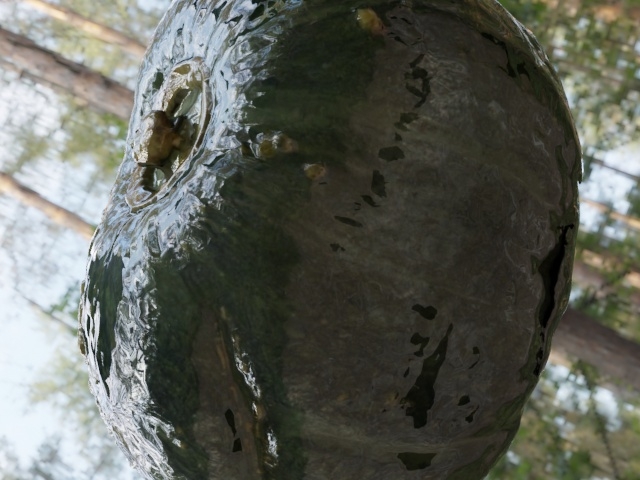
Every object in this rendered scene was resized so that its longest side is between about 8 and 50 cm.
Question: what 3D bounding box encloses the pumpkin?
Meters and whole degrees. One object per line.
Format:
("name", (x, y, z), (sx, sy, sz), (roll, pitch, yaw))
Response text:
("pumpkin", (0.000, 0.000, 0.702), (0.257, 0.291, 0.327), (23, -84, -26))
